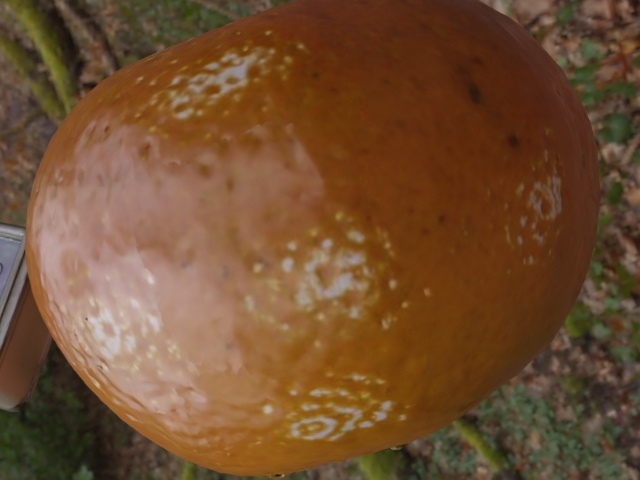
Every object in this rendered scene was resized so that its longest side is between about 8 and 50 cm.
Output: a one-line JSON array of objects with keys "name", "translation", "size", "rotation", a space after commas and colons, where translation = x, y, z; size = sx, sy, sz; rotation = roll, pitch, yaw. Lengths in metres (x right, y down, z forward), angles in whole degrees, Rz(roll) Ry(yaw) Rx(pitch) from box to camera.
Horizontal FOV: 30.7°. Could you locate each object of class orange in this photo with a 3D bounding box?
[{"name": "orange", "translation": [0.000, 0.000, 0.859], "size": [0.424, 0.424, 0.326], "rotation": [-13, 95, 67]}]

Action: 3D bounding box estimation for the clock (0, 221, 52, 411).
[{"name": "clock", "translation": [-0.318, 0.049, 0.976], "size": [0.192, 0.147, 0.071], "rotation": [11, 163, 20]}]
